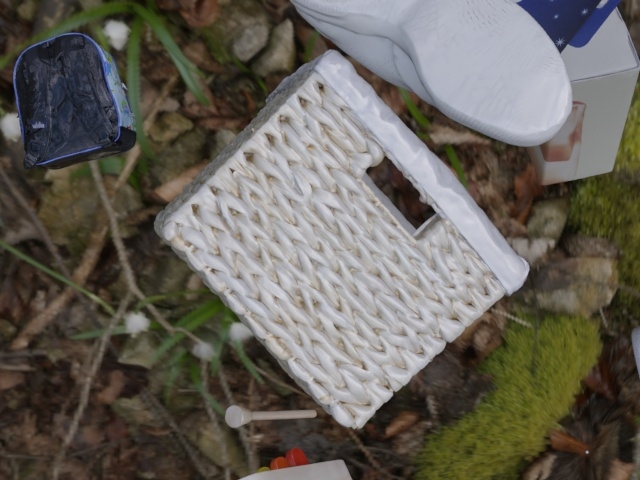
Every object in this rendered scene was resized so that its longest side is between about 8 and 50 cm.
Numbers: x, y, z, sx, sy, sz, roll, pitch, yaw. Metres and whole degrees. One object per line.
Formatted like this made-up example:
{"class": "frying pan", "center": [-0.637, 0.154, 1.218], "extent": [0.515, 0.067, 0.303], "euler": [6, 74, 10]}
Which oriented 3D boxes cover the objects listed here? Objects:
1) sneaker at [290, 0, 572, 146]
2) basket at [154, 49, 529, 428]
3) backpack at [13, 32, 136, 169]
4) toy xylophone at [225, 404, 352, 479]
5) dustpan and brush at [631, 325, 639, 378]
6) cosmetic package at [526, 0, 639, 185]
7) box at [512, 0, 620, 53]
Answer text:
{"class": "sneaker", "center": [0.072, -0.123, 0.694], "extent": [0.212, 0.094, 0.080], "euler": [37, 81, 21]}
{"class": "basket", "center": [0.000, 0.000, 1.232], "extent": [0.266, 0.331, 0.328], "euler": [-43, 99, -6]}
{"class": "backpack", "center": [-0.233, -0.131, 1.005], "extent": [0.105, 0.084, 0.114], "euler": [-15, 87, 8]}
{"class": "toy xylophone", "center": [-0.039, 0.336, 1.388], "extent": [0.081, 0.323, 0.236], "euler": [-34, 61, 22]}
{"class": "dustpan and brush", "center": [0.417, 0.123, 1.314], "extent": [0.060, 0.147, 0.211], "euler": [-14, 90, 18]}
{"class": "cosmetic package", "center": [0.396, -0.229, 1.667], "extent": [0.129, 0.296, 0.153], "euler": [-12, 61, 0]}
{"class": "box", "center": [0.181, -0.241, 0.906], "extent": [0.136, 0.225, 0.036], "euler": [-56, 31, 36]}
